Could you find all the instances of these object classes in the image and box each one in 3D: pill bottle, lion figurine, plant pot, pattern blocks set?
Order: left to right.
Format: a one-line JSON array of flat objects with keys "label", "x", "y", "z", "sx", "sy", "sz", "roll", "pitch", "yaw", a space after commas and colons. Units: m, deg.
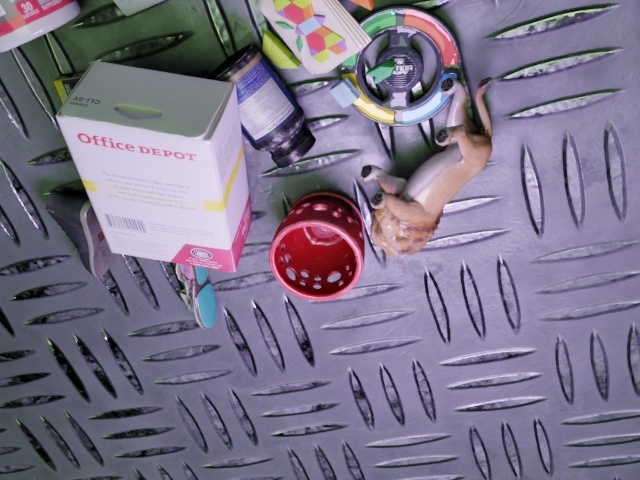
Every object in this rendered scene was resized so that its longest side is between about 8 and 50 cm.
[{"label": "pill bottle", "x": -0.571, "y": -0.506, "z": 1.184, "sx": 0.176, "sy": 0.176, "sz": 0.319, "roll": -16, "pitch": 119, "yaw": 17}, {"label": "pill bottle", "x": -0.109, "y": -0.250, "z": 1.311, "sx": 0.122, "sy": 0.123, "sz": 0.219, "roll": -29, "pitch": 115, "yaw": 23}, {"label": "pattern blocks set", "x": -0.016, "y": -0.378, "z": 1.192, "sx": 0.325, "sy": 0.026, "sz": 0.285, "roll": 39, "pitch": 149, "yaw": -11}, {"label": "plant pot", "x": 0.000, "y": 0.000, "z": 1.422, "sx": 0.191, "sy": 0.174, "sz": 0.191, "roll": 4, "pitch": 123, "yaw": 6}, {"label": "lion figurine", "x": 0.226, "y": -0.124, "z": 1.329, "sx": 0.392, "sy": 0.142, "sz": 0.240, "roll": -41, "pitch": 138, "yaw": 21}]

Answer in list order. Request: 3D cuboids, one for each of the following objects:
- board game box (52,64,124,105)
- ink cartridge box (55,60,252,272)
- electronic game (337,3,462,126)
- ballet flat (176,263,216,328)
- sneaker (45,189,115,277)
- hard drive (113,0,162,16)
[{"label": "board game box", "x": -0.442, "y": -0.261, "z": 1.397, "sx": 0.141, "sy": 0.048, "sz": 0.170, "roll": -4, "pitch": 122, "yaw": 13}, {"label": "ink cartridge box", "x": -0.292, "y": -0.128, "z": 1.315, "sx": 0.279, "sy": 0.160, "sz": 0.385, "roll": 10, "pitch": 144, "yaw": 7}, {"label": "electronic game", "x": 0.146, "y": -0.319, "z": 1.274, "sx": 0.229, "sy": 0.048, "sz": 0.229, "roll": 4, "pitch": 122, "yaw": 6}, {"label": "ballet flat", "x": -0.294, "y": 0.101, "z": 1.598, "sx": 0.079, "sy": 0.077, "sz": 0.222, "roll": 8, "pitch": 120, "yaw": 25}, {"label": "sneaker", "x": -0.541, "y": -0.019, "z": 1.559, "sx": 0.118, "sy": 0.083, "sz": 0.222, "roll": 20, "pitch": 132, "yaw": 18}, {"label": "hard drive", "x": -0.261, "y": -0.522, "z": 1.169, "sx": 0.307, "sy": 0.040, "sz": 0.203, "roll": -17, "pitch": 142, "yaw": 17}]
